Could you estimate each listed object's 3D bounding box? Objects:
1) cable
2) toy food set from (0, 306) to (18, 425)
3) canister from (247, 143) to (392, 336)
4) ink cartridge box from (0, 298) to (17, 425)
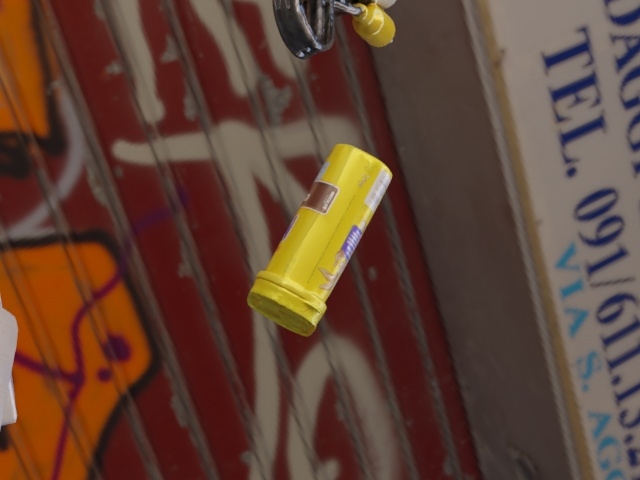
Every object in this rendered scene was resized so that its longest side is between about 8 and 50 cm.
[{"bbox_3d":[0.017,-0.235,0.992,0.287,0.072,0.139,-48,125,-74],"label":"cable"},{"bbox_3d":[-0.348,0.158,0.710,0.092,0.306,0.219,62,24,-50],"label":"toy food set"},{"bbox_3d":[0.000,0.000,1.092,0.073,0.170,0.126,29,-13,1],"label":"canister"},{"bbox_3d":[-0.445,0.074,0.998,0.129,0.308,0.223,-153,-124,-69],"label":"ink cartridge box"}]
